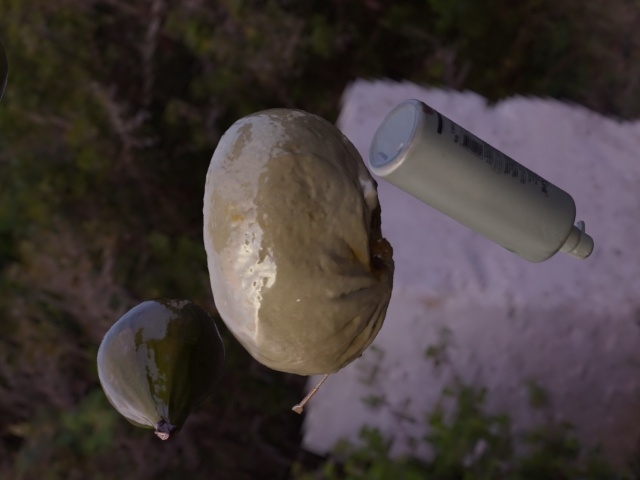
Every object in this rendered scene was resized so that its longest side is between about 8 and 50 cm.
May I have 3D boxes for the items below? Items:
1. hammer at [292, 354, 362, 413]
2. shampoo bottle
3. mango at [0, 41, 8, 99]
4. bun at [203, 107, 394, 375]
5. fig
[{"bbox_3d":[0.004,0.139,1.968,0.014,0.029,0.123,-35,-13,-49],"label":"hammer"},{"bbox_3d":[0.172,-0.046,1.948,0.085,0.262,0.085,-41,32,34],"label":"shampoo bottle"},{"bbox_3d":[-0.357,-0.151,1.830,0.163,0.117,0.089,-35,-19,-42],"label":"mango"},{"bbox_3d":[0.000,0.000,1.520,0.127,0.222,0.222,-8,50,29],"label":"bun"},{"bbox_3d":[-0.160,0.125,1.968,0.185,0.133,0.127,-145,46,-82],"label":"fig"}]
